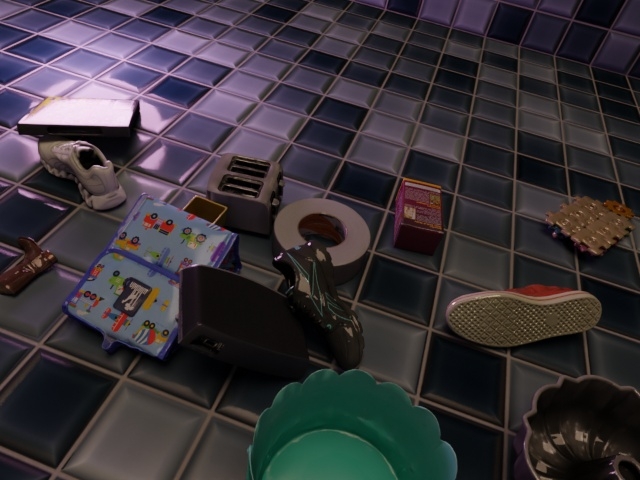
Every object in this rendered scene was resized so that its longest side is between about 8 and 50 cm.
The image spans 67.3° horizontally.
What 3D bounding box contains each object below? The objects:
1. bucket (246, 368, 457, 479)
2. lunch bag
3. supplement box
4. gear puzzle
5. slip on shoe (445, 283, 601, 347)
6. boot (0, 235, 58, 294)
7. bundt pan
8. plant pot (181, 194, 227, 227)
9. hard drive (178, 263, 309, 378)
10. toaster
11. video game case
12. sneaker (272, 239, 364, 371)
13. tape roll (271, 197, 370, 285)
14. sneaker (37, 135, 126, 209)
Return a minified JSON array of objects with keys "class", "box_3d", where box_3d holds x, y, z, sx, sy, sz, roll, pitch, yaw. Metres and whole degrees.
[{"class":"bucket","box_3d":[0.032,0.344,0.675,0.281,0.183,0.281,6,44,-6]},{"class":"lunch bag","box_3d":[-0.321,0.087,0.923,0.221,0.138,0.293,23,57,9]},{"class":"supplement box","box_3d":[0.245,-0.063,1.205,0.104,0.080,0.188,13,44,0]},{"class":"gear puzzle","box_3d":[0.764,-0.051,1.341,0.339,0.044,0.175,-22,52,-34]},{"class":"slip on shoe","box_3d":[0.420,0.151,1.022,0.331,0.123,0.101,-4,14,-9]},{"class":"boot","box_3d":[-0.600,0.050,0.945,0.106,0.037,0.114,25,50,16]},{"class":"bundt pan","box_3d":[0.457,0.389,0.764,0.331,0.124,0.330,6,45,-6]},{"class":"plant pot","box_3d":[-0.260,-0.034,1.064,0.081,0.083,0.081,22,50,10]},{"class":"hard drive","box_3d":[-0.127,0.140,0.849,0.255,0.054,0.172,28,33,-36]},{"class":"toaster","box_3d":[-0.183,-0.112,1.143,0.186,0.110,0.168,12,43,0]},{"class":"video game case","box_3d":[-0.621,-0.329,1.270,0.248,0.035,0.275,-1,29,-14]},{"class":"sneaker","box_3d":[-0.007,0.129,0.915,0.106,0.101,0.267,-12,65,-30]},{"class":"tape roll","box_3d":[0.000,0.000,1.096,0.219,0.072,0.219,7,44,-6]},{"class":"sneaker","box_3d":[-0.571,-0.192,1.137,0.292,0.118,0.110,33,50,22]}]
